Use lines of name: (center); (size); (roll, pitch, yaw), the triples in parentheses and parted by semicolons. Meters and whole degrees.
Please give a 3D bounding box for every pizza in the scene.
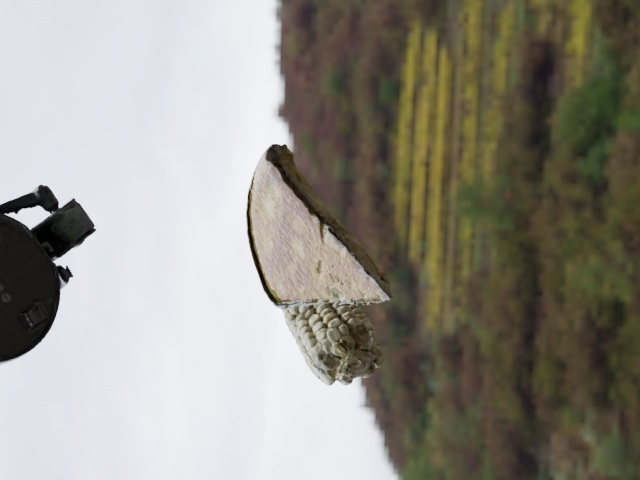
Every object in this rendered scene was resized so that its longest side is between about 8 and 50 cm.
pizza: (0.000, 0.000, 1.567); (0.036, 0.176, 0.184); (-38, -48, -35)

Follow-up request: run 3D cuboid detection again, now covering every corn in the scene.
corn: (-0.010, 0.068, 1.896); (0.211, 0.087, 0.087); (54, 165, 34)

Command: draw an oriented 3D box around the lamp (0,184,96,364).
lamp: (-0.484, 0.087, 2.337); (0.205, 0.272, 0.374); (54, -137, -5)
